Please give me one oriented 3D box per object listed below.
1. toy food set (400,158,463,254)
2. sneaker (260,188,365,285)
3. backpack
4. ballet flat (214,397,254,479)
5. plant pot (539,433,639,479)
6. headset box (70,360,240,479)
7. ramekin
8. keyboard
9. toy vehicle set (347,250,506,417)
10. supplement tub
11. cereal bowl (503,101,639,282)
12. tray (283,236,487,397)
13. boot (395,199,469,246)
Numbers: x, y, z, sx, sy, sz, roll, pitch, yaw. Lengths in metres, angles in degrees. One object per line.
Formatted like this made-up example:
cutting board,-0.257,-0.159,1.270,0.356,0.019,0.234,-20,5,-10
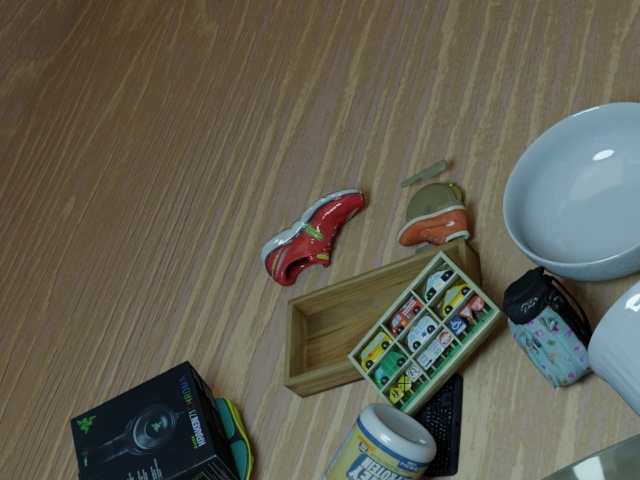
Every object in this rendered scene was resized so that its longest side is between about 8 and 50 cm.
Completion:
toy food set,0.237,-0.060,1.943,0.132,0.039,0.192,-26,55,30
sneaker,0.000,0.000,2.066,0.279,0.107,0.118,-40,60,12
backpack,0.380,0.150,1.546,0.115,0.182,0.152,-34,11,18
ballet flat,-0.169,0.414,1.873,0.077,0.077,0.231,-32,45,10
plant pot,0.439,0.406,1.190,0.323,0.323,0.280,-30,65,19
headset box,-0.328,0.410,1.804,0.283,0.131,0.246,-27,45,1
ramekin,0.538,0.150,1.342,0.277,0.277,0.135,-39,49,9
keyboard,0.198,0.324,1.665,0.100,0.038,0.192,-15,49,32
toy vehicle set,0.187,0.172,1.685,0.267,0.035,0.166,-50,55,11
supplement tub,0.091,0.394,1.593,0.144,0.144,0.199,43,107,49
cereal bowl,0.501,-0.068,1.638,0.339,0.141,0.338,-23,46,26
tray,0.119,0.157,1.838,0.411,0.076,0.202,-22,47,27
boot,0.223,-0.011,1.866,0.158,0.059,0.084,-26,61,26
